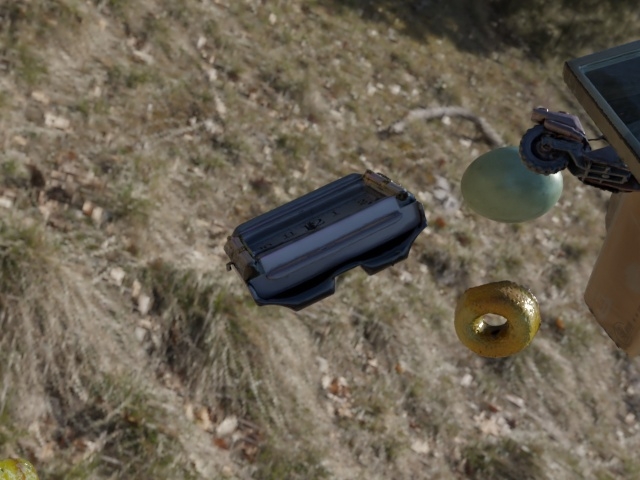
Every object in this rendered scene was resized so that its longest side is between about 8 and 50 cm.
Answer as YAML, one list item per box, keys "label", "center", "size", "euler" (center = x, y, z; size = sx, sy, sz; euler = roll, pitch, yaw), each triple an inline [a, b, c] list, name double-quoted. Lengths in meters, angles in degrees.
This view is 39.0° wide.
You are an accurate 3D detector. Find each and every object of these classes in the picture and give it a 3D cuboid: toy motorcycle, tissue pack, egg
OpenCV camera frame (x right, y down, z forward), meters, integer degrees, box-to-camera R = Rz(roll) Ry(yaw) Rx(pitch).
- label: "toy motorcycle"
  center: [0.352, -0.120, 1.095]
  size: [0.213, 0.118, 0.084]
  euler: [11, -16, 10]
- label: "tissue pack"
  center: [0.495, -0.024, 1.284]
  size: [0.239, 0.305, 0.238]
  euler: [0, 52, 0]
- label: "egg"
  center: [0.366, -0.107, 1.735]
  size: [0.192, 0.149, 0.149]
  euler: [1, 23, 9]

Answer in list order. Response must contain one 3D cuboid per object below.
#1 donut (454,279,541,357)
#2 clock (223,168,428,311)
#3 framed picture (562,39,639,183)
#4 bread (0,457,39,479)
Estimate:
- label: "donut"
  center: [0.380, 0.177, 1.962]
  size: [0.190, 0.174, 0.074]
  euler: [4, 24, 17]
- label: "clock"
  center: [0.000, 0.000, 1.177]
  size: [0.253, 0.083, 0.186]
  euler: [-25, 19, -8]
- label: "framed picture"
  center: [0.325, -0.081, 0.692]
  size: [0.189, 0.023, 0.260]
  euler: [-17, 49, -5]
- label: "bread"
  center: [-0.332, 0.325, 0.810]
  size: [0.110, 0.184, 0.234]
  euler: [28, 49, -71]
